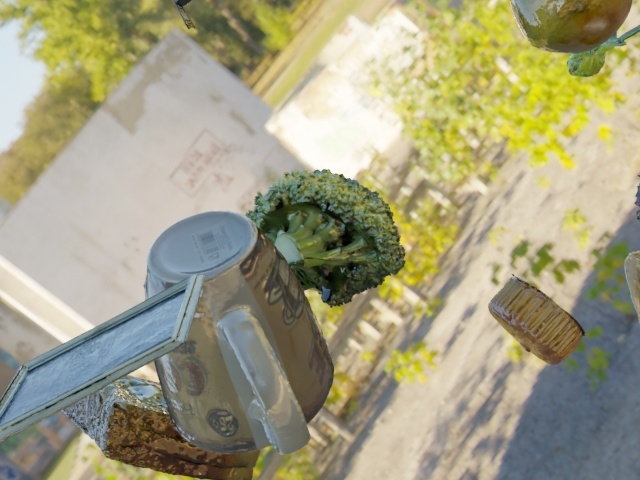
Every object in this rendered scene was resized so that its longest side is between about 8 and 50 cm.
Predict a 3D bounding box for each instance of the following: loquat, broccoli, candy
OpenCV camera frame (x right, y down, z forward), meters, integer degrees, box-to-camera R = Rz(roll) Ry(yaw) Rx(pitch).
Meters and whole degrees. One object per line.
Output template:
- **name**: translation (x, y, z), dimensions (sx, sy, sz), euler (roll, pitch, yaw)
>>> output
- **loquat**: translation (0.441, -0.442, 1.817), dimensions (0.213, 0.213, 0.246), euler (-57, -3, -30)
- **broccoli**: translation (0.003, 0.000, 1.474), dimensions (0.226, 0.176, 0.198), euler (47, 137, 47)
- **candy**: translation (0.585, -0.396, 2.065), dimensions (0.262, 0.073, 0.077), euler (-29, 53, 58)

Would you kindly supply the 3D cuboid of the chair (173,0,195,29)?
- **chair**: translation (-0.228, -0.403, 1.766), dimensions (0.042, 0.086, 0.037), euler (-33, -9, 14)

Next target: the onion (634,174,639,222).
- **onion**: translation (0.596, -0.065, 1.603), dimensions (0.281, 0.221, 0.281), euler (-38, 15, 12)

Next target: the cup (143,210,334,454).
- **cup**: translation (-0.104, 0.123, 1.283), dimensions (0.227, 0.257, 0.301), euler (-26, 40, -11)

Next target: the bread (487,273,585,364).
- **bread**: translation (0.438, 0.168, 2.145), dimensions (0.104, 0.199, 0.199), euler (-48, 10, -4)

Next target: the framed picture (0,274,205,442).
- **framed picture**: translation (-0.175, 0.089, 0.806), dimensions (0.183, 0.011, 0.142), euler (-28, 16, 9)

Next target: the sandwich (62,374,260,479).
- **sandwich**: translation (-0.250, 0.288, 1.664), dimensions (0.301, 0.271, 0.099), euler (12, 88, 63)

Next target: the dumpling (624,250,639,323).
- **dumpling**: translation (0.734, 0.117, 2.210), dimensions (0.175, 0.227, 0.243), euler (-49, 7, 17)
